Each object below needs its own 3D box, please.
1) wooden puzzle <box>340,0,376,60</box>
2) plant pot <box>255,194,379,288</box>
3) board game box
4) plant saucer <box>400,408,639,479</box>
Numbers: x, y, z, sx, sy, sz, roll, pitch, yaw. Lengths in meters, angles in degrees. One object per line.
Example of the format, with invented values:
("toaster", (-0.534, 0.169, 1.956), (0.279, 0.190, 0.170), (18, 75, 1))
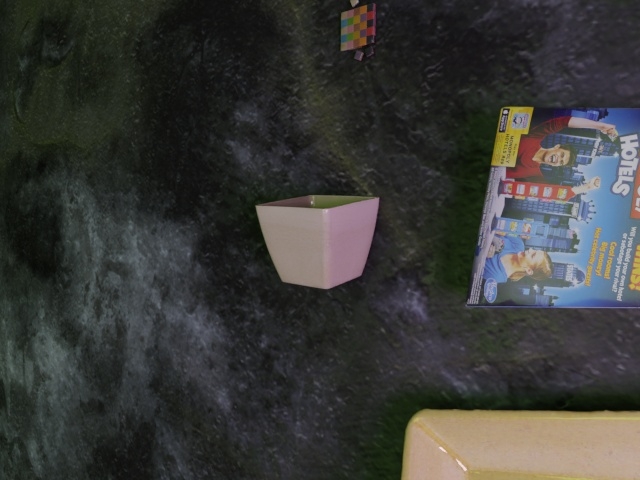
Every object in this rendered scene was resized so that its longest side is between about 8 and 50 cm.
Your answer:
("wooden puzzle", (0.047, -0.266, 0.662), (0.049, 0.006, 0.084), (1, 89, 38))
("plant pot", (0.000, 0.000, 0.632), (0.109, 0.109, 0.097), (5, 103, 38))
("board game box", (0.245, -0.014, 0.465), (0.194, 0.060, 0.194), (13, 96, 36))
("plant saucer", (0.214, 0.308, 0.403), (0.332, 0.081, 0.333), (-13, 53, 36))
